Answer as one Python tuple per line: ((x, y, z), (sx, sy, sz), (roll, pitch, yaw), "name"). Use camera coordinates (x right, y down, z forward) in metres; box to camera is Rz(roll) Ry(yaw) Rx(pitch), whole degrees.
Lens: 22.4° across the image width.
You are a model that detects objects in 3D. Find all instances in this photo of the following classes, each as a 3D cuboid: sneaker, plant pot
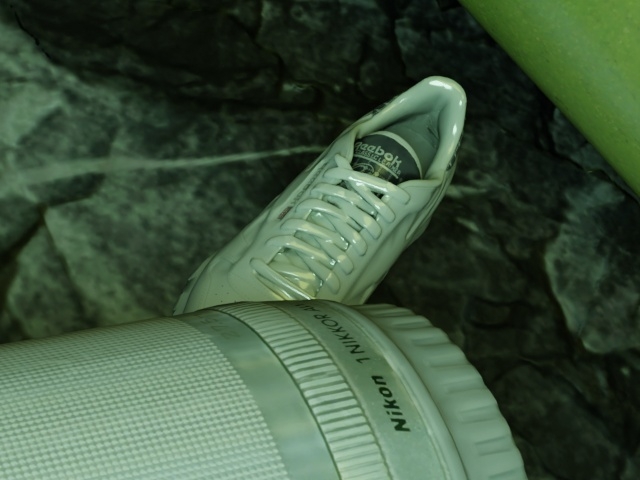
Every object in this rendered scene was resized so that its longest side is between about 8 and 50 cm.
((0.000, 0.000, 0.853), (0.090, 0.095, 0.235), (37, 54, 0), "sneaker")
((0.200, -0.172, 0.966), (0.276, 0.276, 0.254), (-34, 87, -35), "plant pot")

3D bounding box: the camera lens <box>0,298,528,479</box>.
((-0.077, 0.143, 0.648), (0.274, 0.219, 0.219), (-9, 63, -28), "camera lens")
